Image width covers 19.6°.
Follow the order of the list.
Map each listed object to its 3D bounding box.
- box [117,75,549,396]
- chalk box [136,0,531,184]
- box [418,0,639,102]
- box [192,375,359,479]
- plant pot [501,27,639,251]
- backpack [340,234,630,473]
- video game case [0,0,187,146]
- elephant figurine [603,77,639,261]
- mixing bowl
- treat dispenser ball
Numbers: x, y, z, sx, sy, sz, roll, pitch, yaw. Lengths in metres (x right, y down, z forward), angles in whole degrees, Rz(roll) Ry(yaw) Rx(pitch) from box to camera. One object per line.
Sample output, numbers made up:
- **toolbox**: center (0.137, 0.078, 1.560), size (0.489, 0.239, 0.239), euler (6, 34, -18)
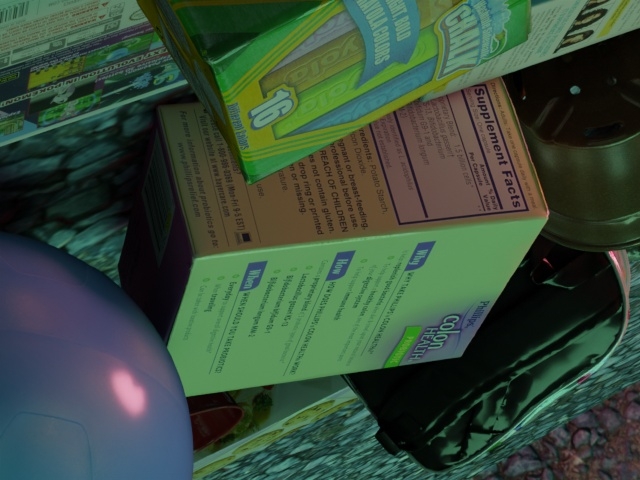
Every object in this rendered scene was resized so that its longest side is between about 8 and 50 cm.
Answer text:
- **box**: center (0.000, 0.000, 1.273), size (0.243, 0.117, 0.213), euler (-6, 152, -17)
- **chalk box**: center (0.021, -0.150, 0.886), size (0.213, 0.132, 0.132), euler (-29, 156, -6)
- **box**: center (0.169, -0.172, 1.219), size (0.244, 0.060, 0.100), euler (-20, 163, -21)
- **box**: center (-0.017, 0.137, 1.762), size (0.324, 0.063, 0.067), euler (-27, 162, 11)
- **plant pot**: center (0.203, -0.095, 1.358), size (0.167, 0.167, 0.165), euler (-27, 158, 2)
- **backpack**: center (0.138, 0.045, 1.585), size (0.253, 0.225, 0.191), euler (-38, -177, 22)
- **video game case**: center (-0.143, -0.107, 1.003), size (0.201, 0.023, 0.183), euler (-21, 164, -21)
- **elephant figurine**: center (0.328, -0.088, 1.609), size (0.186, 0.169, 0.239), euler (-50, 164, -36)
- **mixing bowl**: center (-0.168, 0.147, 1.643), size (0.181, 0.098, 0.181), euler (-24, 165, -7)
- **treat dispenser ball**: center (-0.223, 0.135, 1.162), size (0.288, 0.288, 0.288), euler (-24, 164, -7)
